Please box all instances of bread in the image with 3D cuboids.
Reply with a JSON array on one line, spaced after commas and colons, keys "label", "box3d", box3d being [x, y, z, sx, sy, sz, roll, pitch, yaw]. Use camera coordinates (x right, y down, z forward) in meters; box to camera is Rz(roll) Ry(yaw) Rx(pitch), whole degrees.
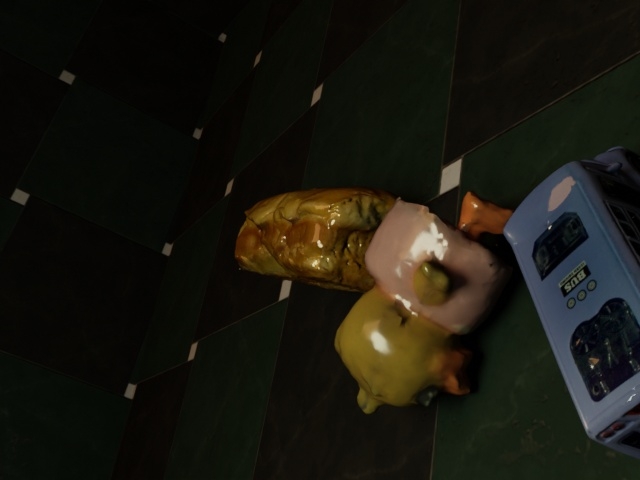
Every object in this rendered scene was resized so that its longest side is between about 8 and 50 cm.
[{"label": "bread", "box3d": [-0.002, -0.006, 1.102, 0.344, 0.195, 0.149, 0, 76, 63]}]

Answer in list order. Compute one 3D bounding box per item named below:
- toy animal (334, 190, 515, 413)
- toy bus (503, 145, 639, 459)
[{"label": "toy animal", "box3d": [0.115, 0.075, 0.811, 0.195, 0.169, 0.281, 4, -75, -69]}, {"label": "toy bus", "box3d": [0.246, 0.031, 0.596, 0.125, 0.133, 0.292, -52, 28, 34]}]
